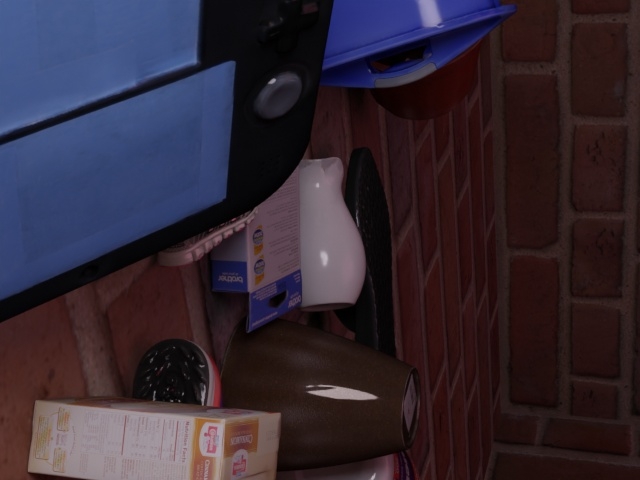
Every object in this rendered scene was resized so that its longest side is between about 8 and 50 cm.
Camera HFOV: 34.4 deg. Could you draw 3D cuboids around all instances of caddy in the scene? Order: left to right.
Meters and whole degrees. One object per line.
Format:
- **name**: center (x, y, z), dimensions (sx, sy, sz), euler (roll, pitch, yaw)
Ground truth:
- **caddy**: center (0.098, -0.305, 1.440), dimensions (0.241, 0.341, 0.179), euler (-33, 108, -71)

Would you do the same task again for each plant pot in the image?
- **plant pot**: center (0.010, 0.211, 1.374), dimensions (0.215, 0.230, 0.216), euler (2, 90, -72)
- **plant pot**: center (0.165, -0.348, 1.768), dimensions (0.265, 0.272, 0.273), euler (64, 33, -70)

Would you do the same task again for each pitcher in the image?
- **pitcher**: center (0.000, 0.000, 1.521), dimensions (0.178, 0.125, 0.207), euler (81, 4, -78)

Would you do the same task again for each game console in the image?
- **game console**: center (-0.154, -0.083, 0.629), dimensions (0.386, 0.060, 0.342), euler (-26, 154, -27)

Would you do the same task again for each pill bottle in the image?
- **pill bottle**: center (0.053, 0.375, 1.610), dimensions (0.323, 0.181, 0.182), euler (53, 43, -63)

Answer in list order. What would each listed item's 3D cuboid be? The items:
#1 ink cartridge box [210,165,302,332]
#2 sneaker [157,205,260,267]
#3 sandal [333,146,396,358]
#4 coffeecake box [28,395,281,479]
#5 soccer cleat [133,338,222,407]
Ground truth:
- **ink cartridge box**: center (-0.082, -0.053, 1.326), dimensions (0.186, 0.065, 0.311), euler (-25, 113, -69)
- **sneaker**: center (-0.126, -0.041, 1.154), dimensions (0.170, 0.063, 0.075), euler (-42, 132, -39)
- **sandal**: center (0.051, 0.073, 1.659), dimensions (0.167, 0.107, 0.446), euler (-2, 90, -73)
- **coffeecake box**: center (-0.148, 0.185, 0.952), dimensions (0.142, 0.185, 0.068), euler (23, 71, -71)
- **soccer cleat**: center (-0.154, 0.268, 1.086), dimensions (0.116, 0.108, 0.318), euler (54, 39, -68)
